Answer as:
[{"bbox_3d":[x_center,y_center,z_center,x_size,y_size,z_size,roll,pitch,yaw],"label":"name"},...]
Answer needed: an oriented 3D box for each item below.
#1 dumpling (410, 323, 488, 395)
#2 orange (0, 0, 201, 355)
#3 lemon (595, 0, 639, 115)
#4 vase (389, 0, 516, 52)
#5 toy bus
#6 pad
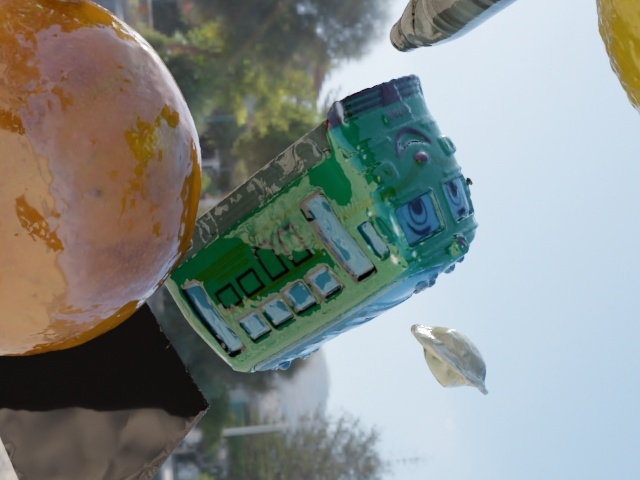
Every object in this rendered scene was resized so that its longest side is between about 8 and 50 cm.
[{"bbox_3d":[0.107,0.097,0.792,0.077,0.043,0.059,63,6,-13],"label":"dumpling"},{"bbox_3d":[-0.231,-0.053,0.753,0.226,0.283,0.284,-63,156,-63],"label":"orange"},{"bbox_3d":[0.311,-0.186,0.688,0.320,0.245,0.245,77,0,-46],"label":"lemon"},{"bbox_3d":[0.110,-0.202,0.852,0.211,0.059,0.060,165,-79,-71],"label":"vase"},{"bbox_3d":[0.000,0.000,1.046,0.343,0.183,0.199,-34,-96,42],"label":"toy bus"},{"bbox_3d":[-0.264,0.123,1.030,0.248,0.007,0.367,-51,-127,16],"label":"pad"}]
